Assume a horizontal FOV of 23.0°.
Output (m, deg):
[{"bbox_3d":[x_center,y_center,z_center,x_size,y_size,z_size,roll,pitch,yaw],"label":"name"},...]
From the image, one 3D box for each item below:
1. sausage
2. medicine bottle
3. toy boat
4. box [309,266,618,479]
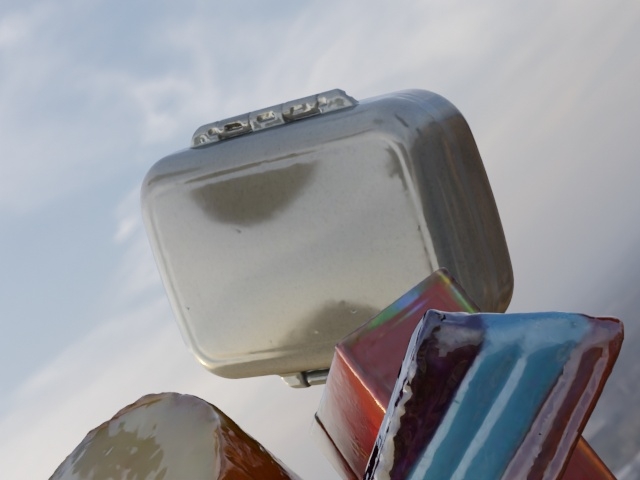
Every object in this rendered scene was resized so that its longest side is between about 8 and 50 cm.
[{"bbox_3d":[-0.065,0.282,1.167,0.233,0.287,0.233,-32,31,22],"label":"sausage"},{"bbox_3d":[0.000,0.000,1.545,0.375,0.282,0.123,-11,9,36],"label":"medicine bottle"},{"bbox_3d":[0.040,0.175,0.732,0.136,0.079,0.392,-71,-3,-54],"label":"toy boat"},{"bbox_3d":[0.088,0.154,1.011,0.089,0.197,0.313,-37,-11,-12],"label":"box"}]
